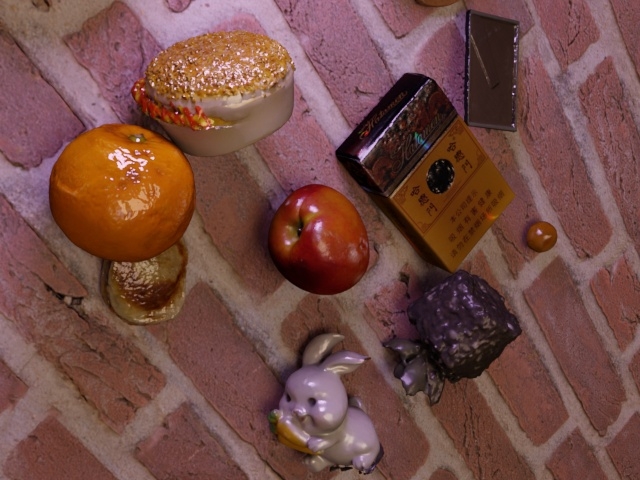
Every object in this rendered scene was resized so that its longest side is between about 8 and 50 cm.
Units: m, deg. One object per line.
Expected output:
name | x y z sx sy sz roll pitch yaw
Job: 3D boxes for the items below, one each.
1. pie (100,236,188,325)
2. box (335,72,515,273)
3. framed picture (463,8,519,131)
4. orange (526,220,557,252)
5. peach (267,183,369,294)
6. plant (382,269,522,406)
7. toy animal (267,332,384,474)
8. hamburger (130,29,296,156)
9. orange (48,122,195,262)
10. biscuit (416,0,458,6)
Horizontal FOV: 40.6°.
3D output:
pie | -0.341 0.070 1.712 0.178 0.084 0.205 0 102 -32
box | 0.248 -0.151 1.993 0.264 0.115 0.415 -48 124 -10
framed picture | 0.401 -0.393 2.020 0.192 0.018 0.266 0 92 -42
orange | 0.580 -0.009 2.267 0.085 0.085 0.085 -10 110 -29
peach | 0.000 0.000 1.839 0.243 0.199 0.244 36 47 -51
plant | 0.306 0.239 2.082 0.213 0.215 0.312 16 121 -48
toy animal | 0.019 0.388 1.983 0.247 0.182 0.310 -37 115 -23
hamburger | -0.185 -0.284 1.589 0.294 0.276 0.179 -33 130 -25
orange | -0.355 -0.085 1.552 0.261 0.261 0.261 -10 110 -29
biscuit | 0.290 -0.608 1.932 0.142 0.029 0.221 37 83 -33
